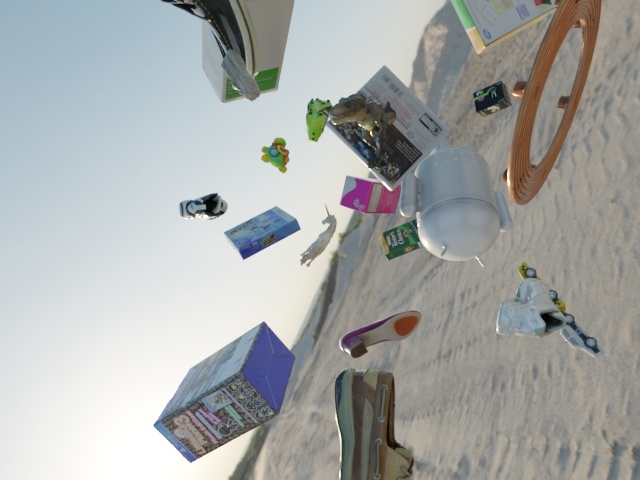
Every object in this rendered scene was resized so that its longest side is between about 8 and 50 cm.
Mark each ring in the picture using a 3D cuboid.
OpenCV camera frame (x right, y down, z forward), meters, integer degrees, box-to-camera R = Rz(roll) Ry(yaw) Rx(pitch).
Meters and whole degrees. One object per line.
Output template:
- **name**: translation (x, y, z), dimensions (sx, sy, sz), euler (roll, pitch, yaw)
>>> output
- **ring**: translation (0.351, -0.218, 0.686), dimensions (0.336, 0.032, 0.336), euler (-33, -45, -41)

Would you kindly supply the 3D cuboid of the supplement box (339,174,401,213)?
- **supplement box**: translation (0.181, -0.161, 1.591), dimensions (0.220, 0.111, 0.114), euler (-1, -71, -53)

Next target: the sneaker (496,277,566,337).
- **sneaker**: translation (0.464, 0.153, 0.954), dimensions (0.232, 0.115, 0.090), euler (-26, -58, -45)

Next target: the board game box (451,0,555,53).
- **board game box**: translation (0.522, -0.695, 1.209), dimensions (0.316, 0.242, 0.064), euler (-27, 3, 3)

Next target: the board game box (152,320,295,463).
- **board game box**: translation (-0.235, 0.381, 1.148), dimensions (0.291, 0.141, 0.232), euler (-34, 13, 18)

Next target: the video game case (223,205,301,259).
- **video game case**: translation (-0.251, -0.040, 1.887), dimensions (0.269, 0.061, 0.244), euler (-29, 26, -16)

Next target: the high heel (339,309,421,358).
- **high heel**: translation (0.261, 0.394, 2.012), dimensions (0.181, 0.377, 0.127), euler (-156, 46, -73)

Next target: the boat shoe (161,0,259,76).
- **boat shoe**: translation (-0.258, -0.511, 0.838), dimensions (0.156, 0.187, 0.500), euler (-32, -36, -3)

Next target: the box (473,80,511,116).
- **box**: translation (0.480, -0.395, 1.255), dimensions (0.083, 0.052, 0.062), euler (-17, 72, 40)

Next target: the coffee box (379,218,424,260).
- **coffee box**: translation (0.310, -0.009, 1.620), dimensions (0.040, 0.184, 0.113), euler (52, -157, -42)

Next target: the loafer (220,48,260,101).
- **loafer**: translation (-0.148, -0.296, 0.823), dimensions (0.039, 0.125, 0.045), euler (-39, -28, 27)

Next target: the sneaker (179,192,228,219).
- **sneaker**: translation (-0.402, -0.129, 1.710), dimensions (0.235, 0.153, 0.094), euler (0, -92, -59)

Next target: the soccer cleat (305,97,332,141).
- **soccer cleat**: translation (-0.008, -0.291, 1.070), dimensions (0.179, 0.060, 0.072), euler (-75, -6, -57)

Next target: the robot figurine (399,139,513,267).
- **robot figurine**: translation (0.348, -0.096, 1.165), dimensions (0.200, 0.300, 0.353), euler (104, 171, -56)

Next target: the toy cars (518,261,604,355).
- **toy cars**: translation (0.770, 0.244, 1.474), dimensions (0.087, 0.393, 0.176), euler (-41, 8, 12)

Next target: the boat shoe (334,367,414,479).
- **boat shoe**: translation (0.101, 0.386, 0.782), dimensions (0.122, 0.120, 0.324), euler (41, -139, -68)

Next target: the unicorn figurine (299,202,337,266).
- **unicorn figurine**: translation (0.000, 0.000, 1.139), dimensions (0.111, 0.060, 0.162), euler (-51, 17, 33)

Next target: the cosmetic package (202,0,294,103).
- **cosmetic package**: translation (-0.202, -0.565, 1.196), dimensions (0.197, 0.155, 0.365), euler (-22, -18, -22)

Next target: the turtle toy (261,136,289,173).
- **turtle toy**: translation (-0.138, -0.284, 1.448), dimensions (0.066, 0.095, 0.130), euler (-43, 34, 31)

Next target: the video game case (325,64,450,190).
- **video game case**: translation (0.136, -0.226, 0.903), dimensions (0.173, 0.190, 0.022), euler (-46, 2, -4)

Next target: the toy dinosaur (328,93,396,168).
- **toy dinosaur**: translation (0.095, -0.186, 0.771), dimensions (0.268, 0.064, 0.118), euler (-30, -63, -63)
